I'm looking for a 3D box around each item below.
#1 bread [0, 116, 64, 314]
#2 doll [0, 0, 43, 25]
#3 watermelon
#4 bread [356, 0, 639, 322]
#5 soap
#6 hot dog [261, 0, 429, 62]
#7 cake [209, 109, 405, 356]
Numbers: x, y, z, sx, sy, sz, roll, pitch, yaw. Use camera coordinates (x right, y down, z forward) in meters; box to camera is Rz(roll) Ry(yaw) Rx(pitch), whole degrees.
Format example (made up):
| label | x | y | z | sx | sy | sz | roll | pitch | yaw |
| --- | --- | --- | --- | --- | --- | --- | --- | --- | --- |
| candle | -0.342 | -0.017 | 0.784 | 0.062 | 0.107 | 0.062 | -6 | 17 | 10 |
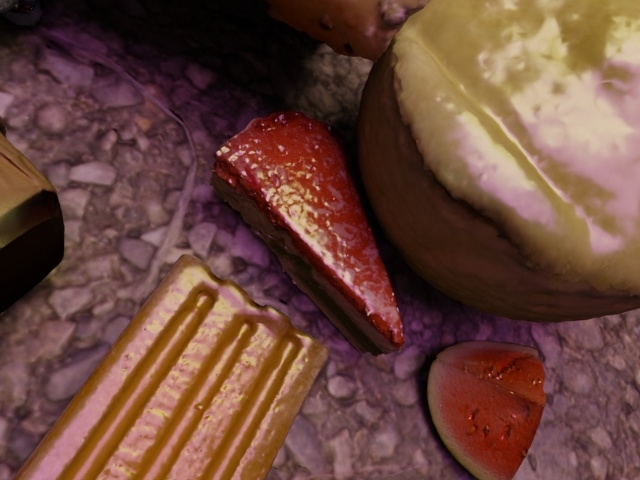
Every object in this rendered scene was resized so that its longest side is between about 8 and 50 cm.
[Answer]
| label | x | y | z | sx | sy | sz | roll | pitch | yaw |
| --- | --- | --- | --- | --- | --- | --- | --- | --- | --- |
| bread | -0.287 | -0.015 | 0.281 | 0.212 | 0.142 | 0.224 | 31 | 44 | 3 |
| doll | -0.267 | -0.192 | 0.407 | 0.120 | 0.075 | 0.179 | 6 | 76 | 22 |
| watermelon | 0.169 | 0.158 | 0.456 | 0.125 | 0.094 | 0.135 | 3 | 75 | -28 |
| bread | 0.185 | -0.081 | 0.429 | 0.321 | 0.237 | 0.320 | 0 | 92 | -3 |
| soap | -0.108 | 0.142 | 0.356 | 0.140 | 0.073 | 0.232 | 34 | 63 | -7 |
| hot dog | -0.087 | -0.312 | 0.409 | 0.366 | 0.196 | 0.367 | 29 | 30 | -14 |
| cake | 0.011 | -0.014 | 0.451 | 0.220 | 0.086 | 0.117 | 45 | 64 | -2 |
